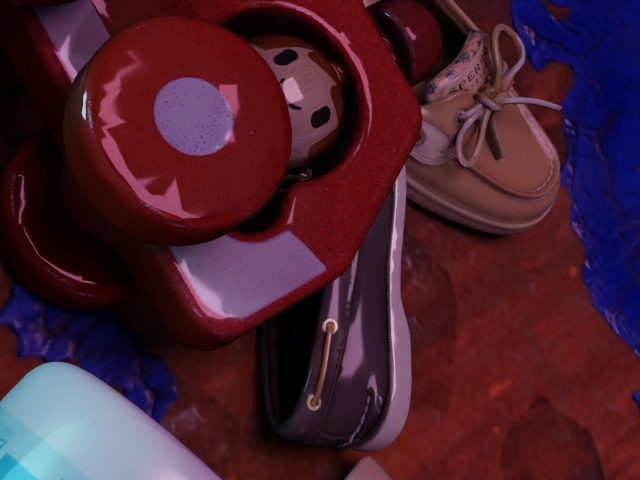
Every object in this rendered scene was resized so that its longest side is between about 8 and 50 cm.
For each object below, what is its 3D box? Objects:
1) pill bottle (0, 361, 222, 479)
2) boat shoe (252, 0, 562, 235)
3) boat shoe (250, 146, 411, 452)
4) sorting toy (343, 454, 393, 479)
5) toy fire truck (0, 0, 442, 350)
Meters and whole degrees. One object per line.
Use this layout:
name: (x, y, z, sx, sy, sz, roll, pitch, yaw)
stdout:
pill bottle: (-0.139, 0.186, 0.592, 0.146, 0.146, 0.264, 44, 75, -11)
boat shoe: (0.048, -0.114, 0.930, 0.285, 0.089, 0.105, 40, 51, -15)
boat shoe: (0.000, 0.000, 0.848, 0.068, 0.081, 0.228, 9, 67, -37)
sorting toy: (0.035, 0.243, 0.796, 0.193, 0.038, 0.208, 48, 46, -8)
toy fire truck: (-0.062, -0.114, 0.774, 0.254, 0.169, 0.302, -31, 89, -30)
